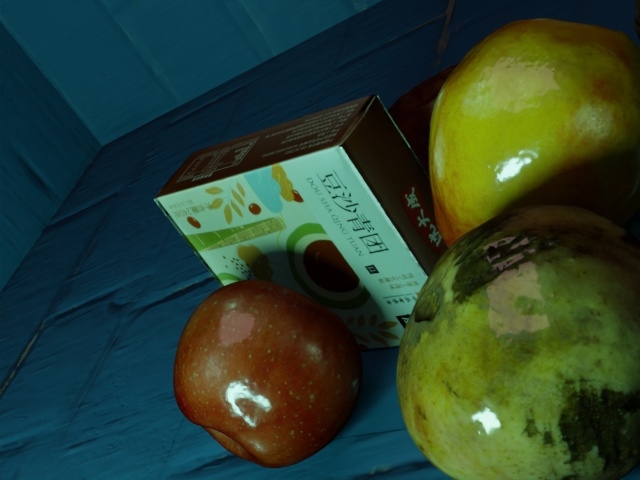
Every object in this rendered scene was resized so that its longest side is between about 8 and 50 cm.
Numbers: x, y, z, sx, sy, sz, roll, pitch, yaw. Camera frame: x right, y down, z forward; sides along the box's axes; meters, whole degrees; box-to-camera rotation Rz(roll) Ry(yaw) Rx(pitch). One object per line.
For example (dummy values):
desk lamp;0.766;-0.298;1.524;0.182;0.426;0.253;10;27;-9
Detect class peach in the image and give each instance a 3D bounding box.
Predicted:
peach;0.274;-0.107;1.288;0.289;0.289;0.308;21;89;61

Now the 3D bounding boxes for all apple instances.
apple;-0.075;0.183;1.427;0.260;0.260;0.216;1;57;53

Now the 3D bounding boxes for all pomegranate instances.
pomegranate;0.229;0.119;1.111;0.322;0.322;0.322;-29;26;16

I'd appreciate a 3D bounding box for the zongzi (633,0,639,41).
zongzi;0.496;-0.223;1.183;0.181;0.447;0.418;-31;29;-2

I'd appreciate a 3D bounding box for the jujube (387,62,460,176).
jujube;0.230;-0.141;1.607;0.276;0.276;0.377;-37;8;-2

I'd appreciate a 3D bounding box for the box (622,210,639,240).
box;0.402;0.027;1.292;0.139;0.073;0.194;-2;42;52

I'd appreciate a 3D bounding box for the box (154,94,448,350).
box;0.000;0.000;1.535;0.385;0.344;0.122;-12;33;42
